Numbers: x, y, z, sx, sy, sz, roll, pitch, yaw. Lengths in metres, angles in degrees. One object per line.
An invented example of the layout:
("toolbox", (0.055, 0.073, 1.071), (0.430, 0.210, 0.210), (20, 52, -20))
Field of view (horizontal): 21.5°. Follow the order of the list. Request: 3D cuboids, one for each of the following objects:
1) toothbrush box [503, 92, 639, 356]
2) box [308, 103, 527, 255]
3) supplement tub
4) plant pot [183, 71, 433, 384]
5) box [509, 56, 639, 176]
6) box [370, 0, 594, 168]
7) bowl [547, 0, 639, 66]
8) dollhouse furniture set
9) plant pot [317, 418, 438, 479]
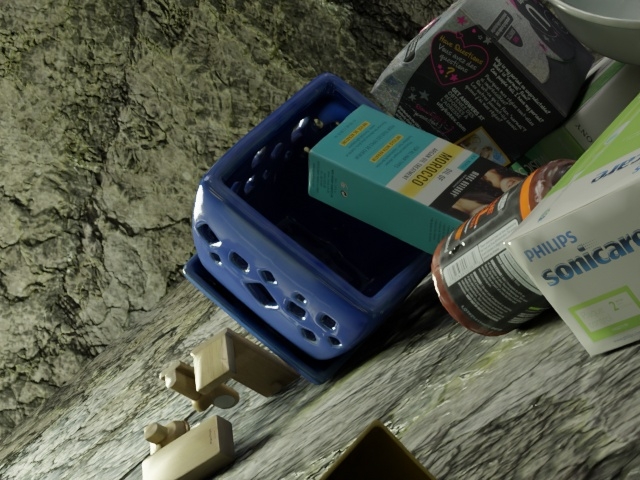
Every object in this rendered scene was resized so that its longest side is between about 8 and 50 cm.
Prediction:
("toothbrush box", (0.303, -0.062, 1.270), (0.283, 0.122, 0.206), (-43, 8, -37))
("box", (0.113, -0.045, 1.666), (0.100, 0.244, 0.060), (-43, -32, -38))
("supplement tub", (0.190, -0.001, 1.430), (0.198, 0.106, 0.106), (-38, 5, 45))
("plant pot", (0.000, 0.000, 1.816), (0.236, 0.236, 0.212), (-45, -10, -37))
("box", (0.289, -0.136, 1.896), (0.232, 0.058, 0.322), (-43, 2, -21))
("box", (0.179, -0.180, 1.802), (0.142, 0.163, 0.247), (-42, 4, 24))
("bowl", (0.362, -0.267, 1.714), (0.298, 0.134, 0.298), (-10, 44, 10))
("dollhouse furniture set", (-0.106, 0.213, 1.870), (0.144, 0.123, 0.151), (-34, 43, 26))
("plant pot", (0.028, 0.193, 1.203), (0.081, 0.081, 0.083), (-43, -1, -35))
